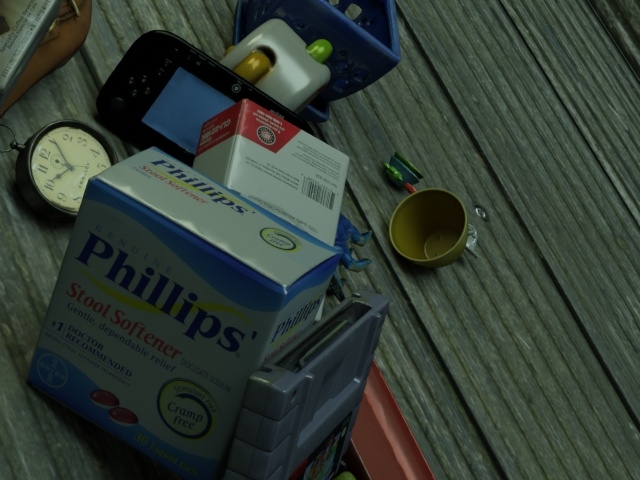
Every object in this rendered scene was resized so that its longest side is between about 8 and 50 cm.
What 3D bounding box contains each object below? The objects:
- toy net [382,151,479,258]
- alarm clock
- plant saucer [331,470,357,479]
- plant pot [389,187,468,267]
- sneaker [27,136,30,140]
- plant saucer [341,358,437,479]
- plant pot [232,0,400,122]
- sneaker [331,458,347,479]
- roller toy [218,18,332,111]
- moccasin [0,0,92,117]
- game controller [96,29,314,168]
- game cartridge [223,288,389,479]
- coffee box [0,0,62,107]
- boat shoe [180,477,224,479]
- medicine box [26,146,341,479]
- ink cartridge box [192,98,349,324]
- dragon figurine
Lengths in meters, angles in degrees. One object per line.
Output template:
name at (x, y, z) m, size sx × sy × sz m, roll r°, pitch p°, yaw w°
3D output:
toy net at (0.202, -0.063, 2.532) m, size 0.232 × 0.045 × 0.122 m, roll 43°, pitch -1°, yaw 1°
alarm clock at (-0.346, -0.097, 1.894) m, size 0.192 × 0.064 × 0.129 m, roll 30°, pitch 63°, yaw -27°
plant saucer at (0.019, 0.398, 1.743) m, size 0.188 × 0.045 × 0.188 m, roll -33°, pitch 80°, yaw -20°
plant pot at (0.192, -0.007, 2.447) m, size 0.095 × 0.134 × 0.134 m, roll 51°, pitch 16°, yaw -56°
sneaker at (-0.363, -0.127, 1.960) m, size 0.069 × 0.038 × 0.098 m, roll 26°, pitch 37°, yaw -34°
plant saucer at (0.057, 0.254, 1.995) m, size 0.259 × 0.047 × 0.258 m, roll 24°, pitch 35°, yaw -62°
plant pot at (-0.021, -0.354, 2.458) m, size 0.236 × 0.212 × 0.236 m, roll 32°, pitch 31°, yaw -23°
sneaker at (0.017, 0.368, 1.817) m, size 0.078 × 0.106 × 0.234 m, roll 18°, pitch 42°, yaw -38°
roller toy at (-0.096, -0.243, 2.271) m, size 0.146 × 0.191 × 0.209 m, roll 46°, pitch 45°, yaw -1°
moccasin at (-0.416, -0.295, 1.968) m, size 0.139 × 0.147 × 0.380 m, roll 10°, pitch 33°, yaw 18°
game controller at (-0.164, -0.173, 2.137) m, size 0.319 × 0.166 × 0.067 m, roll 32°, pitch 23°, yaw -24°
game cartridge at (-0.017, 0.209, 1.674) m, size 0.068 × 0.230 × 0.355 m, roll 16°, pitch 19°, yaw 16°
coffee box at (-0.474, -0.301, 1.739) m, size 0.297 × 0.119 × 0.168 m, roll 29°, pitch 71°, yaw -9°
boat shoe at (-0.127, 0.336, 1.691) m, size 0.301 × 0.108 × 0.102 m, roll -23°, pitch 107°, yaw -71°
medicine box at (-0.159, 0.086, 1.664) m, size 0.263 × 0.289 × 0.149 m, roll 29°, pitch 29°, yaw 14°
ink cartridge box at (-0.085, -0.026, 2.040) m, size 0.197 × 0.114 × 0.273 m, roll 28°, pitch 58°, yaw -30°
dragon figurine at (0.000, 0.000, 2.222) m, size 0.144 × 0.085 × 0.289 m, roll 37°, pitch 33°, yaw -18°
